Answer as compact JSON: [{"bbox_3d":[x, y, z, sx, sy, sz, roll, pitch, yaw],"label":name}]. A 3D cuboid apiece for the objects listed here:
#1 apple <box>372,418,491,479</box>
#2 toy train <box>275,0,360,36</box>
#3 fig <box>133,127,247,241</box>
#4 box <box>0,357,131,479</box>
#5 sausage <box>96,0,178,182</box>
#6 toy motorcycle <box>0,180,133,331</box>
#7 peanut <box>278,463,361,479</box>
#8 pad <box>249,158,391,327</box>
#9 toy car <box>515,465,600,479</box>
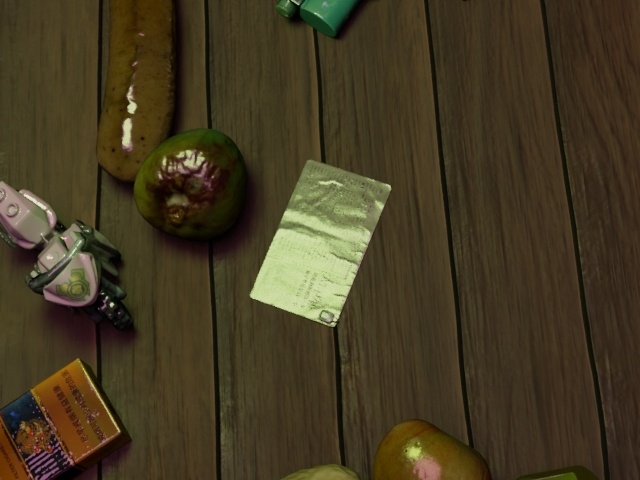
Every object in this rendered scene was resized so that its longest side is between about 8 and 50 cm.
[{"bbox_3d":[0.160,0.357,1.760,0.182,0.182,0.155,30,86,18],"label":"apple"},{"bbox_3d":[0.030,-0.478,2.115,0.159,0.101,0.248,33,80,5],"label":"toy train"},{"bbox_3d":[-0.207,-0.100,1.984,0.181,0.181,0.191,22,50,16],"label":"fig"},{"bbox_3d":[-0.445,0.319,1.929,0.237,0.070,0.152,-35,70,-2],"label":"box"},{"bbox_3d":[-0.314,-0.335,2.105,0.136,0.123,0.501,-18,64,41],"label":"sausage"},{"bbox_3d":[-0.433,0.018,1.965,0.143,0.188,0.327,-44,70,0],"label":"toy motorcycle"},{"bbox_3d":[-0.065,0.428,1.758,0.313,0.152,0.152,-16,65,-31],"label":"peanut"},{"bbox_3d":[0.000,0.000,1.996,0.159,0.009,0.265,18,75,16],"label":"pad"},{"bbox_3d":[0.337,0.423,1.721,0.247,0.204,0.198,-13,46,3],"label":"toy car"}]
